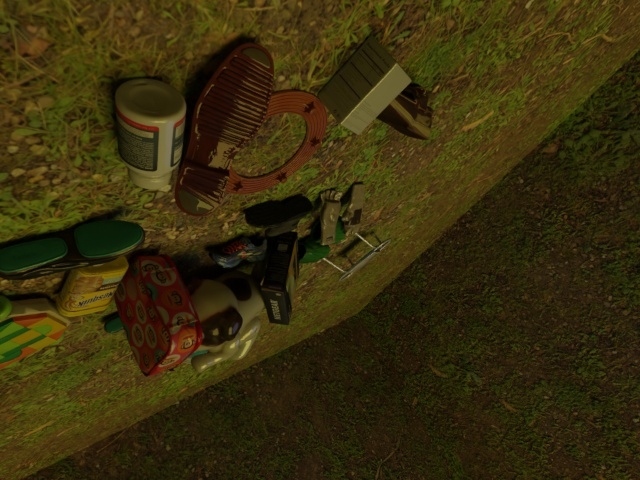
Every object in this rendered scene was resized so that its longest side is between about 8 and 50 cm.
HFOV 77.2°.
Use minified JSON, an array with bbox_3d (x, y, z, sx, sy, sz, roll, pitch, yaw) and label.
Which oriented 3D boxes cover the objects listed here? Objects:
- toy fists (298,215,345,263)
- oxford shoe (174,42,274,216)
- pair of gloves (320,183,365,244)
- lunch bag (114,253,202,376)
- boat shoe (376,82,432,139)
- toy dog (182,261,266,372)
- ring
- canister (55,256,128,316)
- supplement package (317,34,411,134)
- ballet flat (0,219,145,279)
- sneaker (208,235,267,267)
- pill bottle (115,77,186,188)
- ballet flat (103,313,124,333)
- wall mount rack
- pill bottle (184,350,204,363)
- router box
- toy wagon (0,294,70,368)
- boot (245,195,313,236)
[{"bbox_3d":[0.000,0.000,1.620,0.142,0.096,0.279,5,139,-42],"label":"toy fists"},{"bbox_3d":[-0.205,-0.223,0.792,0.123,0.130,0.348,22,110,-30],"label":"oxford shoe"},{"bbox_3d":[0.078,-0.101,1.471,0.240,0.042,0.204,-21,123,-43],"label":"pair of gloves"},{"bbox_3d":[-0.456,0.210,1.084,0.120,0.293,0.258,-5,149,-51],"label":"lunch bag"},{"bbox_3d":[0.240,-0.384,1.127,0.342,0.123,0.123,6,106,-54],"label":"boat shoe"},{"bbox_3d":[-0.320,0.239,1.292,0.395,0.284,0.408,-41,172,1],"label":"toy dog"},{"bbox_3d":[-0.120,-0.226,1.001,0.337,0.032,0.336,-31,160,-13],"label":"ring"},{"bbox_3d":[-0.567,0.107,0.997,0.126,0.073,0.170,-7,145,-53],"label":"canister"},{"bbox_3d":[0.103,-0.358,0.941,0.179,0.105,0.105,-42,158,22],"label":"supplement package"},{"bbox_3d":[-0.524,0.020,0.857,0.281,0.095,0.096,-13,162,-25],"label":"ballet flat"},{"bbox_3d":[-0.265,0.026,1.304,0.221,0.083,0.087,-12,131,-48],"label":"sneaker"},{"bbox_3d":[-0.301,-0.179,0.710,0.108,0.108,0.180,-20,156,-35],"label":"pill bottle"},{"bbox_3d":[-0.598,0.242,1.291,0.189,0.070,0.070,-19,155,-33],"label":"ballet flat"},{"bbox_3d":[0.170,0.060,1.992,0.350,0.130,0.304,-42,162,20],"label":"wall mount rack"},{"bbox_3d":[-0.528,0.418,1.659,0.146,0.146,0.264,-20,156,-35],"label":"pill bottle"},{"bbox_3d":[-0.139,0.143,1.478,0.081,0.242,0.308,8,149,4],"label":"router box"},{"bbox_3d":[-0.804,0.252,0.959,0.345,0.068,0.267,-28,159,-18],"label":"toy wagon"},{"bbox_3d":[-0.146,-0.054,1.292,0.247,0.083,0.161,-17,159,-37],"label":"boot"}]
